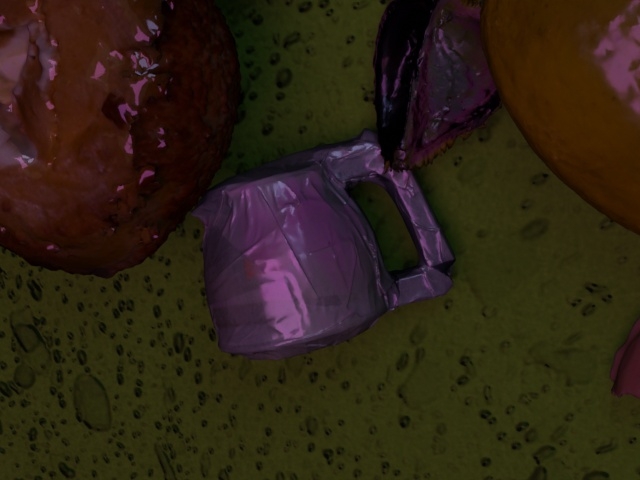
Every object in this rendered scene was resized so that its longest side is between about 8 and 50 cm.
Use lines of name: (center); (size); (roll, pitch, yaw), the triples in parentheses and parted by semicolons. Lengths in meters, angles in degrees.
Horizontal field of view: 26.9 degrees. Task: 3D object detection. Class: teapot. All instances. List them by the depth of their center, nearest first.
teapot: (-0.007, 0.003, 1.213); (0.222, 0.163, 0.178); (-12, 98, 24)

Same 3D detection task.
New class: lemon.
lemon: (0.274, -0.137, 0.997); (0.316, 0.285, 0.285); (39, 120, 25)

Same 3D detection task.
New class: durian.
durian: (0.111, -0.148, 1.162); (0.108, 0.119, 0.186); (2, 116, -19)

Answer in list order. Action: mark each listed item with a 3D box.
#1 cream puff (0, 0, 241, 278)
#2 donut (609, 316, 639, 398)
cream puff: (-0.211, -0.145, 1.189); (0.350, 0.229, 0.350); (10, 113, 26)
donut: (0.380, 0.138, 1.164); (0.233, 0.085, 0.199); (44, 117, -2)
